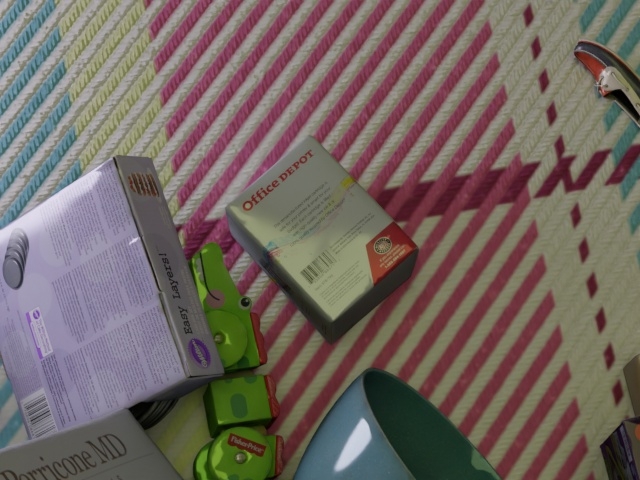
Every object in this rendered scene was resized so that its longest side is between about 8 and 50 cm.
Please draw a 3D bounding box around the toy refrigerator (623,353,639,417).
[{"bbox_3d":[0.413,0.247,1.757,0.102,0.094,0.269,-11,76,-4],"label":"toy refrigerator"}]

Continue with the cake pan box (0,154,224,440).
[{"bbox_3d":[-0.241,0.077,1.744,0.246,0.070,0.266,-31,72,34],"label":"cake pan box"}]

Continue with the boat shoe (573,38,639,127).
[{"bbox_3d":[0.343,-0.179,1.896,0.137,0.049,0.043,41,80,5],"label":"boat shoe"}]

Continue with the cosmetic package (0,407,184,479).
[{"bbox_3d":[-0.237,0.425,1.533,0.327,0.329,0.393,-43,79,16],"label":"cosmetic package"}]

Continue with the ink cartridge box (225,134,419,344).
[{"bbox_3d":[0.000,0.000,1.802,0.128,0.127,0.176,-40,79,-10],"label":"ink cartridge box"}]

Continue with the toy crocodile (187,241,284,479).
[{"bbox_3d":[-0.090,0.169,1.765,0.105,0.115,0.340,-8,77,-17],"label":"toy crocodile"}]

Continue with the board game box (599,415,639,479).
[{"bbox_3d":[0.357,0.359,1.668,0.056,0.208,0.346,-11,76,-4],"label":"board game box"}]

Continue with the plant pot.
[{"bbox_3d":[0.073,0.302,1.665,0.195,0.290,0.290,-43,79,11],"label":"plant pot"}]
